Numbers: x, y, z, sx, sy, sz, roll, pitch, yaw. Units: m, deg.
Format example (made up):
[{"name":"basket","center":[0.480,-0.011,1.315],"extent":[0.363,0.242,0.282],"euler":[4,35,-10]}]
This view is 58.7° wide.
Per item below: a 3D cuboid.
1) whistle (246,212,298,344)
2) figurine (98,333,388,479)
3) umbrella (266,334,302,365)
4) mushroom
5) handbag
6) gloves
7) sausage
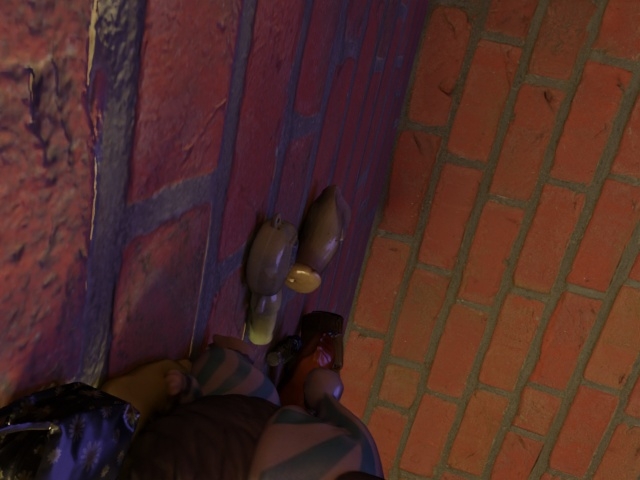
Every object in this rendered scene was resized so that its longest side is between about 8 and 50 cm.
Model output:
[{"name":"whistle","center":[-0.082,0.068,0.939],"extent":[0.126,0.067,0.258],"euler":[-58,163,-56]},{"name":"figurine","center":[-0.036,0.278,0.618],"extent":[0.361,0.377,0.267],"euler":[-41,146,-70]},{"name":"umbrella","center":[-0.078,0.250,1.307],"extent":[0.188,0.050,0.046],"euler":[3,74,-78]},{"name":"mushroom","center":[-0.003,0.001,1.205],"extent":[0.108,0.096,0.247],"euler":[-41,-160,57]},{"name":"handbag","center":[-0.207,0.155,0.394],"extent":[0.115,0.072,0.139],"euler":[-70,157,-12]},{"name":"gloves","center":[-0.020,0.353,1.511],"extent":[0.141,0.154,0.331],"euler":[130,-27,-75]},{"name":"sausage","center":[-0.044,0.337,1.327],"extent":[0.348,0.094,0.097],"euler":[-61,177,39]}]
